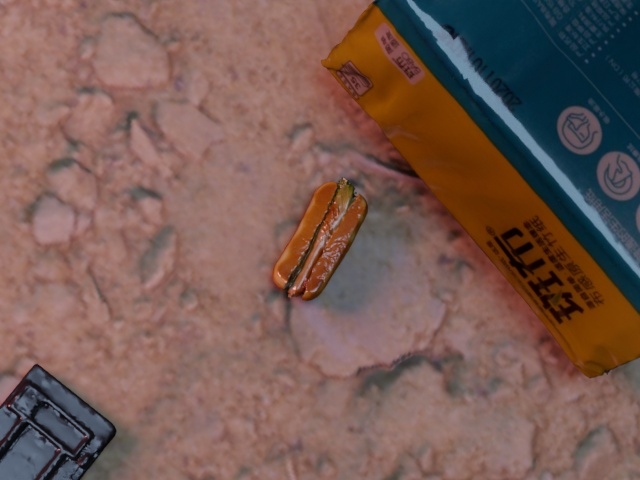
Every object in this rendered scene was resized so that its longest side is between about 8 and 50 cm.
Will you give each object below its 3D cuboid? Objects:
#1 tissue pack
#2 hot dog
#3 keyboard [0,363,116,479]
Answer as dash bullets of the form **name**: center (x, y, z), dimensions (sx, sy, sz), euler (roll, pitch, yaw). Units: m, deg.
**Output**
- **tissue pack**: center (0.157, -0.077, 1.015), dimensions (0.192, 0.134, 0.271), euler (-41, 93, -27)
- **hot dog**: center (0.000, 0.000, 0.989), dimensions (0.037, 0.021, 0.083), euler (28, 67, 10)
- **keyboard**: center (-0.190, 0.159, 0.863), dimensions (0.061, 0.013, 0.204), euler (40, 64, -7)
